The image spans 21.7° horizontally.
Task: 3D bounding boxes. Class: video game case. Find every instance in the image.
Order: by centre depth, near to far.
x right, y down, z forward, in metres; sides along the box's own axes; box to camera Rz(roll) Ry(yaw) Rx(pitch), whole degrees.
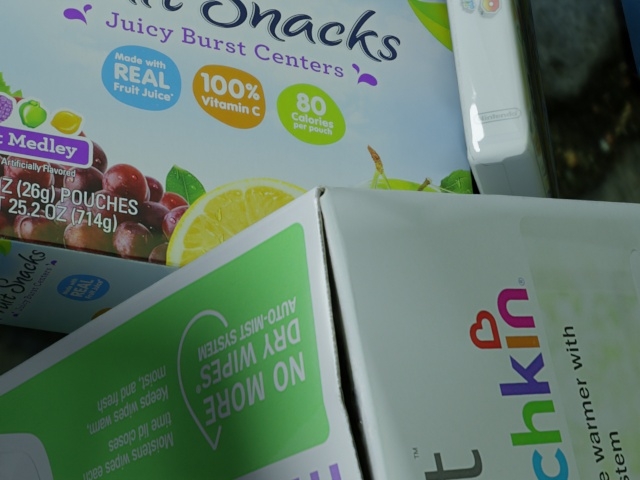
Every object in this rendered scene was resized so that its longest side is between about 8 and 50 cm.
[{"bbox_3d":[0.074,-0.091,0.689,0.227,0.026,0.206,53,29,-68],"label":"video game case"}]

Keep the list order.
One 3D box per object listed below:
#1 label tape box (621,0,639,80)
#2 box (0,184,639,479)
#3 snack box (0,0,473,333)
[{"bbox_3d":[0.292,-0.131,0.823,0.347,0.249,0.115,28,56,-27],"label":"label tape box"},{"bbox_3d":[0.021,0.090,0.506,0.231,0.262,0.127,2,70,-37],"label":"box"},{"bbox_3d":[-0.051,-0.051,0.603,0.207,0.070,0.175,11,59,-24],"label":"snack box"}]
